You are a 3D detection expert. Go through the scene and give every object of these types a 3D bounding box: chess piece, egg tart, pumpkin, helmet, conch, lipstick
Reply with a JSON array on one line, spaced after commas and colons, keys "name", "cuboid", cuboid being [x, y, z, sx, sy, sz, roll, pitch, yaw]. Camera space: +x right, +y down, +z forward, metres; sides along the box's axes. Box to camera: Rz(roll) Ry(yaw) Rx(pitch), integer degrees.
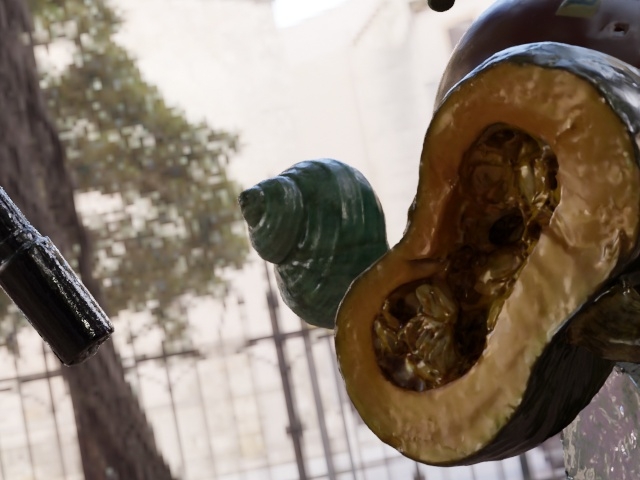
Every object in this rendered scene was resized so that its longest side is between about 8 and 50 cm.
[{"name": "chess piece", "cuboid": [0.166, -0.365, 2.218, 0.042, 0.093, 0.042, -3, -43, -2]}, {"name": "egg tart", "cuboid": [0.263, 0.163, 1.267, 0.094, 0.234, 0.234, 6, -13, -26]}, {"name": "pumpkin", "cuboid": [0.155, 0.024, 1.112, 0.139, 0.221, 0.317, -10, -48, -60]}, {"name": "helmet", "cuboid": [0.235, -0.126, 1.479, 0.230, 0.338, 0.385, 24, 43, 22]}, {"name": "conch", "cuboid": [-0.001, 0.004, 1.506, 0.122, 0.188, 0.176, -35, 33, -16]}, {"name": "lipstick", "cuboid": [-0.354, 0.014, 1.828, 0.081, 0.300, 0.081, -39, -2, -2]}]
